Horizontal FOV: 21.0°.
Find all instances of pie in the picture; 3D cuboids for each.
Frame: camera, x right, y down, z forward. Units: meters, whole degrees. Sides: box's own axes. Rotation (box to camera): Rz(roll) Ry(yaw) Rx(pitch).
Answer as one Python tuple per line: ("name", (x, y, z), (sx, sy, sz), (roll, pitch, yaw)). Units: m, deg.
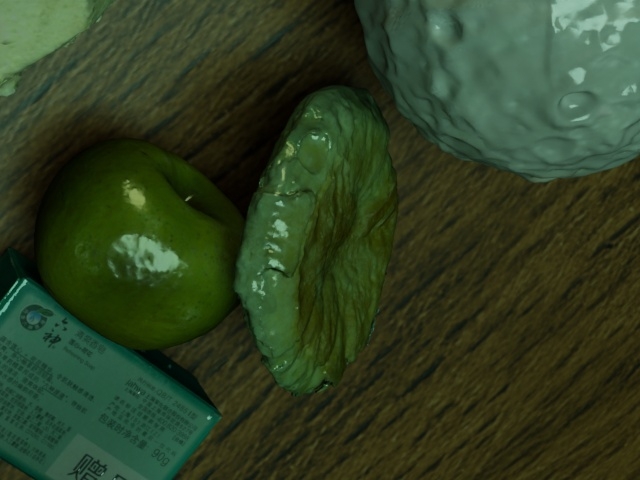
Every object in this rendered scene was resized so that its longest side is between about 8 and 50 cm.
("pie", (0.000, 0.000, 1.553), (0.071, 0.306, 0.306), (11, 109, 21))

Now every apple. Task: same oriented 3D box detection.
("apple", (-0.159, 0.006, 1.522), (0.196, 0.196, 0.157), (37, 102, -27))

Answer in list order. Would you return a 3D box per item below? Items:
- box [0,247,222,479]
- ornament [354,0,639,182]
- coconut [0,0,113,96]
("box", (-0.233, 0.140, 1.593), (0.245, 0.092, 0.153), (39, 92, -26))
("ornament", (0.192, -0.222, 1.488), (0.337, 0.337, 0.337), (-7, 110, -19))
("coconut", (-0.348, -0.290, 1.265), (0.404, 0.404, 0.405), (-7, 110, -19))
